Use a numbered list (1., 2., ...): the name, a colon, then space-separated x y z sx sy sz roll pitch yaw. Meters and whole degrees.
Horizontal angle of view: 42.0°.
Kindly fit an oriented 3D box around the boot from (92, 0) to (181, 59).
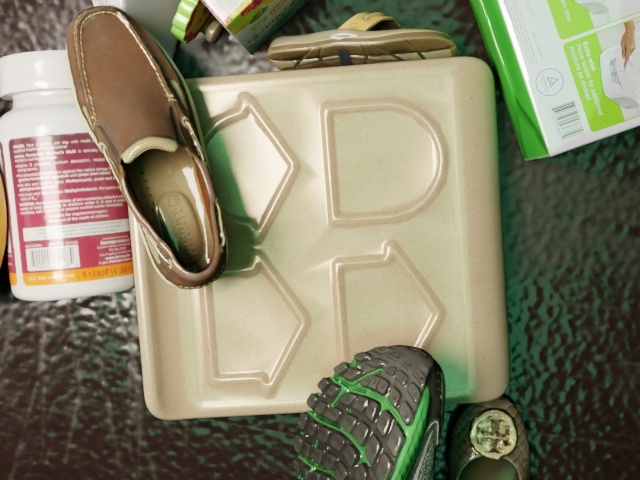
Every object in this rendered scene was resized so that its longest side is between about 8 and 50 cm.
1. boot: -0.213 -0.280 0.795 0.124 0.095 0.258 3 102 26

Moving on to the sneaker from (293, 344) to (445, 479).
1. sneaker: 0.054 0.244 0.771 0.146 0.134 0.343 -3 118 -29

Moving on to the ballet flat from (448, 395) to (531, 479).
1. ballet flat: 0.159 0.276 0.815 0.084 0.058 0.249 8 94 2

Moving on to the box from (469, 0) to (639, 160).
1. box: 0.260 -0.232 0.742 0.231 0.127 0.261 -20 92 4

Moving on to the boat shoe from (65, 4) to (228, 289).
1. boat shoe: -0.138 -0.082 0.700 0.095 0.095 0.257 -26 95 -10

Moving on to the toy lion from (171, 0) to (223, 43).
1. toy lion: -0.104 -0.229 0.778 0.034 0.096 0.100 31 94 1

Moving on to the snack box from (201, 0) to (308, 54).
1. snack box: -0.048 -0.224 0.752 0.100 0.141 0.037 -41 90 5

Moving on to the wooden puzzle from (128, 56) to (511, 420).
1. wooden puzzle: 0.000 0.000 0.801 0.348 0.080 0.321 -4 94 -1

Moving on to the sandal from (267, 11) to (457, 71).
1. sandal: 0.039 -0.190 0.794 0.180 0.072 0.049 1 72 7

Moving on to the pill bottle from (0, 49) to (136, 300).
1. pill bottle: -0.238 -0.060 0.784 0.121 0.121 0.221 -4 94 3

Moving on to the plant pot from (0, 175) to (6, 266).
1. plant pot: -0.415 -0.022 0.724 0.205 0.188 0.205 5 99 35
